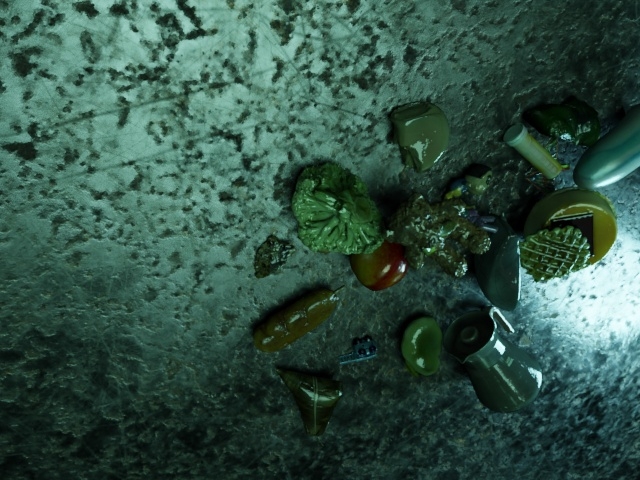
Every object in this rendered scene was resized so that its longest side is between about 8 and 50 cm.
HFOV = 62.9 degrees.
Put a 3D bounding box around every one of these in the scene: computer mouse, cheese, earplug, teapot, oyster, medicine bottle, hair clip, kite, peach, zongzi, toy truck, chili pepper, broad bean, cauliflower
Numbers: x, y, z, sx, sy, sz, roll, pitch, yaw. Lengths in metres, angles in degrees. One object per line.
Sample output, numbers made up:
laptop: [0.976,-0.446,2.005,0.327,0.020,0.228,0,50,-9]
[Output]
computer mouse: [0.583,0.076,1.744,0.121,0.188,0.371,-11,115,-4]
cheese: [0.297,-0.302,1.548,0.175,0.091,0.203,-15,115,-8]
earplug: [0.956,-0.276,1.685,0.324,0.185,0.185,-36,118,-7]
teapot: [0.621,0.413,1.875,0.344,0.253,0.300,48,54,-25]
oyster: [-0.148,0.061,1.590,0.103,0.051,0.148,24,114,-17]
medicine bottle: [0.684,-0.283,1.677,0.218,0.074,0.074,33,100,-23]
hair clip: [0.417,-0.058,1.646,0.278,0.137,0.090,-4,131,5]
kite: [0.766,-0.245,1.757,0.183,0.014,0.241,-8,113,-14]
peach: [0.191,0.051,1.616,0.197,0.197,0.197,-6,114,-14]
zongzi: [-0.068,0.564,1.811,0.241,0.111,0.248,18,113,-4]
toy truck: [0.128,0.384,1.807,0.136,0.063,0.074,-10,134,-9]
chili pepper: [0.790,-0.375,1.643,0.264,0.148,0.116,4,131,-26]
broad bean: [0.356,0.375,1.855,0.169,0.100,0.228,5,98,-27]
cauliflower: [0.060,-0.092,1.468,0.275,0.250,0.272,-4,90,-22]

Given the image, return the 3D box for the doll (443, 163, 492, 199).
doll: [0.475,-0.175,1.661,0.179,0.102,0.089,-40,79,4]

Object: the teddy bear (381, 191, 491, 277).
teddy bear: [0.338,-0.011,1.498,0.296,0.222,0.246,37,110,0]

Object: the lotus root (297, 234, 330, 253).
lotus root: [0.000,0.000,1.601,0.150,0.062,0.073,20,113,-23]

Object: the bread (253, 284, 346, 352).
bread: [-0.064,0.239,1.673,0.344,0.084,0.124,-35,140,-1]

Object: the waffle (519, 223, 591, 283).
waffle: [0.752,0.044,1.686,0.214,0.054,0.208,-24,112,20]

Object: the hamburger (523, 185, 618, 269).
hamburger: [0.841,-0.040,1.763,0.300,0.176,0.300,2,119,3]
